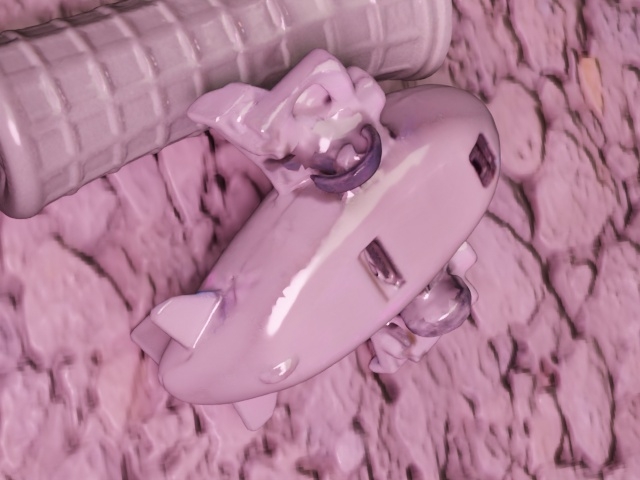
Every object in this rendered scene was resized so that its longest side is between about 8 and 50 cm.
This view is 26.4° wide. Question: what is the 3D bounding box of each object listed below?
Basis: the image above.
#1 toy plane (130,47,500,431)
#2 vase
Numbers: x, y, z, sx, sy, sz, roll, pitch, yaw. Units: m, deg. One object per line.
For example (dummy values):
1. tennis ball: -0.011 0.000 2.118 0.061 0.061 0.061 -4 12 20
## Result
1. toy plane: 0.003 0.002 0.848 0.267 0.122 0.267 -18 125 -27
2. vase: -0.078 -0.119 0.854 0.299 0.143 0.143 -24 92 -24
